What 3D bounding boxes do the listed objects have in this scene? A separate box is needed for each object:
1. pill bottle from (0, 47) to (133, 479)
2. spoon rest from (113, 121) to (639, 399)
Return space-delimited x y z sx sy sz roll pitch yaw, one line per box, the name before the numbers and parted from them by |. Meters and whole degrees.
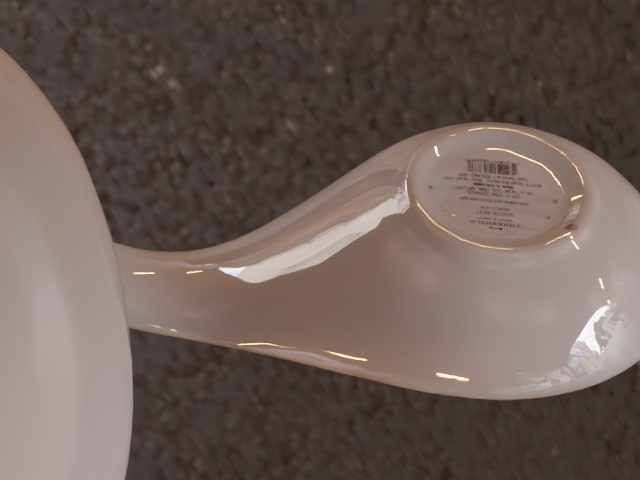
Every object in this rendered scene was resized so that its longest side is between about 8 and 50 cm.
pill bottle | -0.286 0.047 0.640 0.407 0.229 0.229 -1 67 27
spoon rest | 0.000 0.000 0.763 0.276 0.084 0.137 8 45 -1
